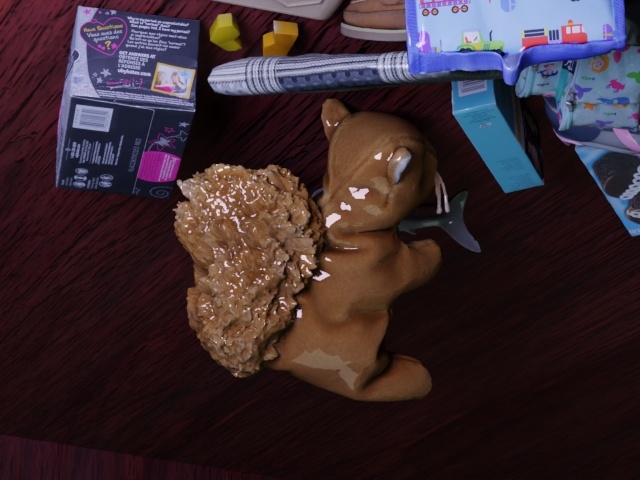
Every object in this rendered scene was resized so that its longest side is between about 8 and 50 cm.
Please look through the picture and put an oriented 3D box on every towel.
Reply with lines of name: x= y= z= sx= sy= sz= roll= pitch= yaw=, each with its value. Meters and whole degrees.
towel: x=0.073 y=-0.213 z=1.901 sx=0.312 sy=0.056 sz=0.324 roll=-2 pitch=-176 yaw=26

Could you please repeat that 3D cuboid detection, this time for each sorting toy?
sorting toy: x=-0.068 y=-0.319 z=1.869 sx=0.229 sy=0.041 sz=0.307 roll=4 pitch=154 yaw=-20

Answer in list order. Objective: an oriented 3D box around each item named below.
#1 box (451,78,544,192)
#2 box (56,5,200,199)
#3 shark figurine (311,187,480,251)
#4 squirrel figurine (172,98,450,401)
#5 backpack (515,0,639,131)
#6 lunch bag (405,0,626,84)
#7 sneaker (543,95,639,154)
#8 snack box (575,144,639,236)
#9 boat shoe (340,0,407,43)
box: x=0.240 y=-0.163 z=2.121 sx=0.060 sy=0.101 sz=0.244 roll=-11 pitch=153 yaw=20
box: x=-0.255 y=-0.176 z=2.034 sx=0.163 sy=0.142 sz=0.247 roll=6 pitch=152 yaw=-11
shark figurine: x=0.095 y=-0.025 z=2.394 sx=0.278 sy=0.116 sz=0.166 roll=19 pitch=150 yaw=-31
squirrel figurine: x=0.000 y=0.000 z=2.146 sx=0.396 sy=0.281 sz=0.371 roll=1 pitch=121 yaw=-35
backpack: x=0.314 y=-0.247 z=1.807 sx=0.191 sy=0.225 sz=0.253 roll=-2 pitch=151 yaw=11
lunch bag: x=0.195 y=-0.297 z=1.622 sx=0.220 sy=0.293 sz=0.138 roll=-3 pitch=154 yaw=6
sneaker: x=0.457 y=-0.162 z=2.074 sx=0.319 sy=0.112 sz=0.131 roll=12 pitch=153 yaw=20
snack box: x=0.539 y=-0.110 z=2.169 sx=0.321 sy=0.060 sz=0.187 roll=-12 pitch=130 yaw=38
boat shoe: x=0.129 y=-0.281 z=1.831 sx=0.110 sy=0.105 sz=0.307 roll=-5 pitch=-170 yaw=-33
